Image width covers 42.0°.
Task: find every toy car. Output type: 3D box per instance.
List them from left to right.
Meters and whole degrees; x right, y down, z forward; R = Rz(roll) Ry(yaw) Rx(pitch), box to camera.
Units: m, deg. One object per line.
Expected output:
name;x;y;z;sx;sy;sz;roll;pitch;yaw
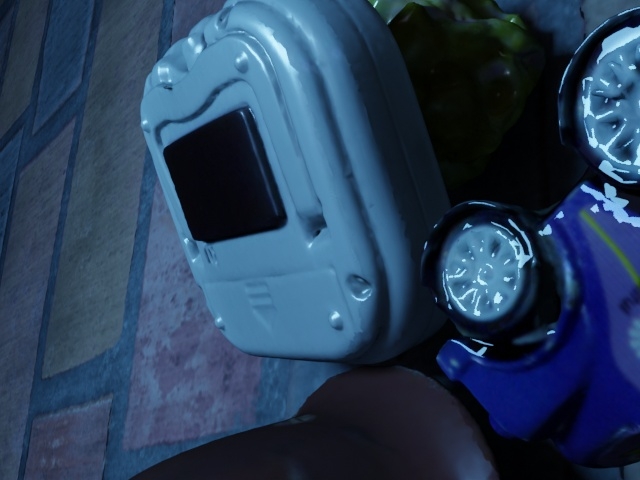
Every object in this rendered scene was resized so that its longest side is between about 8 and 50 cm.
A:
toy car;0.168;0.017;0.330;0.235;0.172;0.158;-54;52;34

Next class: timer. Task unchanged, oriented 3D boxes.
timer;-0.030;-0.033;0.548;0.262;0.087;0.236;-11;101;59

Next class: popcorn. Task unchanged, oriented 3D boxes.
popcorn;0.074;-0.108;0.554;0.126;0.126;0.145;-25;45;60

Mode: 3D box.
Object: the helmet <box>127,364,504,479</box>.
helmet;-0.067;0.257;0.451;0.337;0.230;0.384;-130;49;-56
